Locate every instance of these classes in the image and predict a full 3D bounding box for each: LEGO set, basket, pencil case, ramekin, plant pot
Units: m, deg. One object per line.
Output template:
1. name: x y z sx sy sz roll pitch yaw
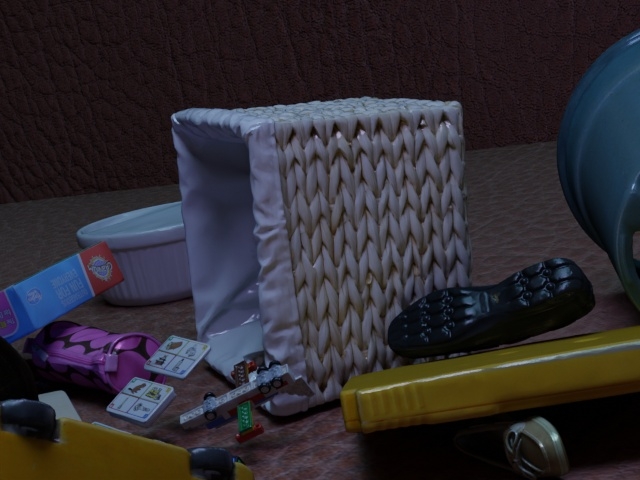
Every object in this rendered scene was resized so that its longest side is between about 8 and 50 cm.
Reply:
1. LEGO set: -0.127 0.189 1.359 0.244 0.060 0.182 6 47 48
2. basket: 0.000 0.000 1.567 0.267 0.331 0.328 -8 9 -19
3. pencil case: -0.281 0.148 1.654 0.098 0.095 0.209 26 -17 -37
4. ramekin: -0.261 0.020 2.211 0.273 0.127 0.273 -10 11 2
5. plant pot: 0.444 -0.053 1.488 0.341 0.341 0.334 -8 19 10

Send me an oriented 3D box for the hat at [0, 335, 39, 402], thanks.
1. hat: -0.360 0.217 1.068 0.331 0.331 0.134 -13 49 -18

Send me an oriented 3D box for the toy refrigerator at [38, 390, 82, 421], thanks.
1. toy refrigerator: -0.363 0.229 1.273 0.270 0.094 0.102 -11 16 -20

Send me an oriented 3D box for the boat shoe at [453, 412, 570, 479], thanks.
1. boat shoe: 0.167 0.181 1.162 0.048 0.056 0.153 -20 10 -16

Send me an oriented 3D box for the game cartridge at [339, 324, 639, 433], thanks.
1. game cartridge: 0.184 0.131 1.267 0.324 0.052 0.285 -11 -3 3

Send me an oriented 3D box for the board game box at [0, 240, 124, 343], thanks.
1. board game box: -0.451 0.117 1.785 0.317 0.064 0.242 -26 4 24

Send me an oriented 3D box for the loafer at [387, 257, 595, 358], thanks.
1. loafer: 0.178 0.084 1.394 0.223 0.078 0.076 -19 48 22

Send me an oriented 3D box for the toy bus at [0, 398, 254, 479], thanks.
1. toy bus: -0.189 0.189 0.924 0.130 0.108 0.333 -20 -29 33
